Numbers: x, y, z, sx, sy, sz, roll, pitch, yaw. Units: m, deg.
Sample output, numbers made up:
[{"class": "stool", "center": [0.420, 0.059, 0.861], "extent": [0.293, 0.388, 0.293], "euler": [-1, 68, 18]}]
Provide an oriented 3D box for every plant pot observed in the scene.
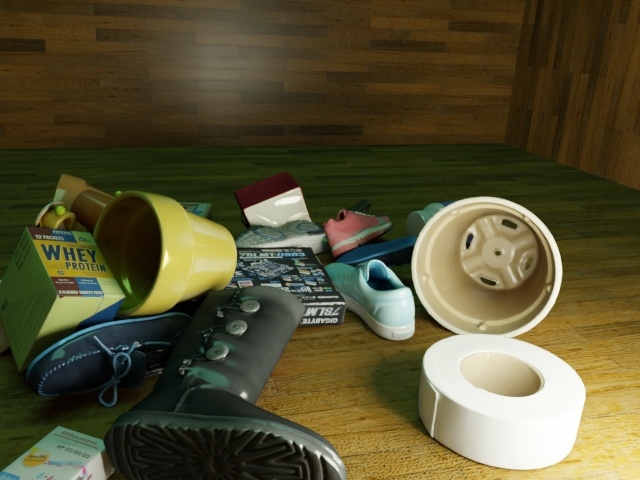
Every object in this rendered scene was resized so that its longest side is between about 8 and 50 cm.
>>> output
[{"class": "plant pot", "center": [0.432, 0.049, 1.433], "extent": [0.334, 0.333, 0.305], "euler": [12, 11, 23]}, {"class": "plant pot", "center": [-0.319, 0.034, 1.219], "extent": [0.254, 0.253, 0.239], "euler": [19, 7, 38]}, {"class": "plant pot", "center": [-0.619, -0.018, 1.530], "extent": [0.204, 0.290, 0.291], "euler": [12, 16, -22]}]

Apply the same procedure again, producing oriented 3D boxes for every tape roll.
[{"class": "tape roll", "center": [0.322, 0.282, 1.040], "extent": [0.287, 0.100, 0.286], "euler": [2, 21, -1]}]

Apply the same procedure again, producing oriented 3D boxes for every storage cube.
[{"class": "storage cube", "center": [-0.141, -0.083, 1.784], "extent": [0.215, 0.183, 0.193], "euler": [-22, 25, -7]}]

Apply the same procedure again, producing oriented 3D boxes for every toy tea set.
[{"class": "toy tea set", "center": [-0.535, 0.038, 1.286], "extent": [0.124, 0.336, 0.200], "euler": [29, 38, 7]}]

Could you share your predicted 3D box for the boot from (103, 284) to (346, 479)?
[{"class": "boot", "center": [-0.103, 0.241, 1.011], "extent": [0.367, 0.146, 0.445], "euler": [10, 22, 9]}]

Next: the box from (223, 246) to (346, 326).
[{"class": "box", "center": [-0.121, 0.109, 1.422], "extent": [0.296, 0.073, 0.293], "euler": [0, 25, -21]}]

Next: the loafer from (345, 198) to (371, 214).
[{"class": "loafer", "center": [0.141, -0.106, 2.146], "extent": [0.148, 0.050, 0.056], "euler": [-32, 33, -32]}]

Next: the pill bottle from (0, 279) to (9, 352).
[{"class": "pill bottle", "center": [-0.704, 0.158, 1.239], "extent": [0.112, 0.111, 0.186], "euler": [-3, 22, -13]}]

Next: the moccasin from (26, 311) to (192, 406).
[{"class": "moccasin", "center": [-0.362, 0.220, 1.078], "extent": [0.342, 0.137, 0.117], "euler": [-16, 51, -43]}]

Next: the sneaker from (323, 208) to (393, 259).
[{"class": "sneaker", "center": [0.122, -0.051, 1.810], "extent": [0.116, 0.136, 0.314], "euler": [-34, -5, 38]}]

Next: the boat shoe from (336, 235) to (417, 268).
[{"class": "boat shoe", "center": [0.165, 0.064, 1.614], "extent": [0.259, 0.089, 0.109], "euler": [-11, 25, 34]}]

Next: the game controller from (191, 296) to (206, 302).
[{"class": "game controller", "center": [-0.413, 0.099, 1.531], "extent": [0.167, 0.067, 0.319], "euler": [-26, 31, -26]}]

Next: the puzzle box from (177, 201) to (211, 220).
[{"class": "puzzle box", "center": [-0.535, -0.049, 1.906], "extent": [0.272, 0.052, 0.409], "euler": [1, 20, -1]}]

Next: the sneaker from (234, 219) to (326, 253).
[{"class": "sneaker", "center": [-0.115, 0.025, 1.637], "extent": [0.297, 0.129, 0.111], "euler": [-5, 31, -35]}]

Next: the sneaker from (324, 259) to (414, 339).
[{"class": "sneaker", "center": [0.123, 0.102, 1.430], "extent": [0.135, 0.150, 0.366], "euler": [-9, 23, -30]}]

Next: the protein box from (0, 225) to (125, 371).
[{"class": "protein box", "center": [-0.523, 0.115, 1.129], "extent": [0.136, 0.199, 0.201], "euler": [8, 33, -50]}]

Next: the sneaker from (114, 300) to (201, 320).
[{"class": "sneaker", "center": [-0.382, 0.129, 1.317], "extent": [0.284, 0.124, 0.107], "euler": [8, 10, 12]}]

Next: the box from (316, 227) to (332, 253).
[{"class": "box", "center": [0.000, 0.000, 1.848], "extent": [0.178, 0.042, 0.109], "euler": [-14, 25, -39]}]

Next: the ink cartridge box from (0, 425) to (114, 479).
[{"class": "ink cartridge box", "center": [-0.387, 0.343, 0.847], "extent": [0.105, 0.061, 0.181], "euler": [9, 21, 18]}]

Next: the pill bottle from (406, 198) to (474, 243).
[{"class": "pill bottle", "center": [0.427, -0.055, 1.888], "extent": [0.272, 0.152, 0.152], "euler": [-7, 23, -25]}]
